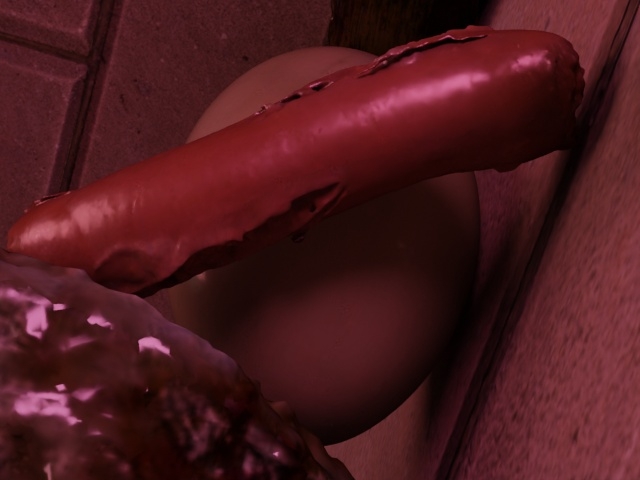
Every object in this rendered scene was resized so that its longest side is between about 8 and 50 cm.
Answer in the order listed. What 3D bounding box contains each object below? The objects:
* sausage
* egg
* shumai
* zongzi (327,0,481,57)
[{"bbox_3d":[-0.019,-0.032,0.590,0.078,0.304,0.078,-20,-90,-82],"label":"sausage"},{"bbox_3d":[0.000,0.000,0.713,0.186,0.186,0.242,115,166,-59],"label":"egg"},{"bbox_3d":[-0.171,0.219,0.588,0.348,0.395,0.395,-61,-4,-38],"label":"shumai"},{"bbox_3d":[0.084,-0.234,0.827,0.300,0.138,0.286,-99,23,-73],"label":"zongzi"}]
